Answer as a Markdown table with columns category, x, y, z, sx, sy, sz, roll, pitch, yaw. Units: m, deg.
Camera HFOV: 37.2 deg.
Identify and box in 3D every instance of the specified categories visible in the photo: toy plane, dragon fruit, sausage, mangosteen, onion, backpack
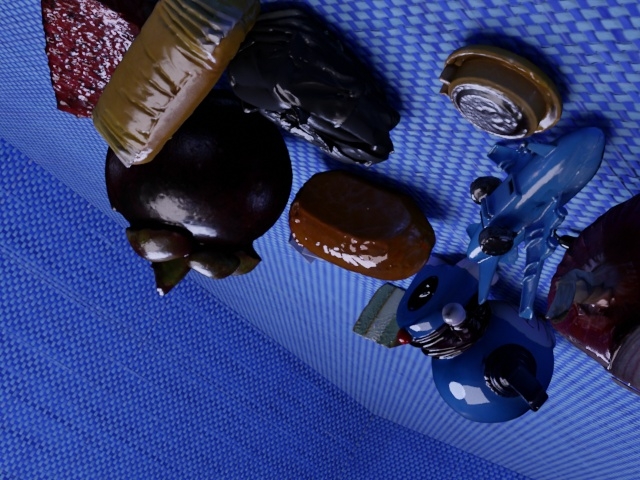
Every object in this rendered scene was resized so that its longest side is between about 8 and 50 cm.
| category | x | y | z | sx | sy | sz | roll | pitch | yaw |
| --- | --- | --- | --- | --- | --- | --- | --- | --- | --- |
| toy plane | 0.245 | -0.045 | 1.139 | 0.105 | 0.254 | 0.271 | 7 | 142 | -14 |
| dragon fruit | -0.288 | -0.312 | 1.409 | 0.205 | 0.152 | 0.317 | 14 | 152 | -5 |
| sausage | 0.069 | -0.023 | 1.593 | 0.268 | 0.153 | 0.141 | 22 | 163 | 29 |
| mangosteen | -0.202 | -0.077 | 1.569 | 0.306 | 0.347 | 0.307 | 7 | -179 | 0 |
| onion | 0.382 | 0.051 | 1.063 | 0.272 | 0.256 | 0.230 | 54 | -168 | -31 |
| backpack | -0.002 | -0.186 | 1.280 | 0.258 | 0.133 | 0.206 | 32 | 170 | -33 |

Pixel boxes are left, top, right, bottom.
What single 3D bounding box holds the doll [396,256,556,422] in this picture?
| category | x | y | z | sx | sy | sz | roll | pitch | yaw |
| --- | --- | --- | --- | --- | --- | --- | --- | --- | --- |
| doll | 0.290 | 0.192 | 1.735 | 0.310 | 0.240 | 0.284 | 41 | 178 | -17 |

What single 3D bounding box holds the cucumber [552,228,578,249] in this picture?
| category | x | y | z | sx | sy | sz | roll | pitch | yaw |
| --- | --- | --- | --- | --- | --- | --- | --- | --- | --- |
| cucumber | 0.390 | 0.014 | 1.321 | 0.163 | 0.043 | 0.039 | 19 | 124 | 33 |

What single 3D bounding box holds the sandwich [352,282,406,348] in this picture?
| category | x | y | z | sx | sy | sz | roll | pitch | yaw |
| --- | --- | --- | --- | --- | --- | --- | --- | --- | --- |
| sandwich | 0.178 | 0.200 | 2.139 | 0.117 | 0.144 | 0.187 | 23 | 163 | 35 |

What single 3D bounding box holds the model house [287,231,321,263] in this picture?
| category | x | y | z | sx | sy | sz | roll | pitch | yaw |
| --- | --- | --- | --- | --- | --- | --- | --- | --- | --- |
| model house | 0.000 | 0.000 | 1.934 | 0.167 | 0.088 | 0.117 | 17 | 160 | 41 |

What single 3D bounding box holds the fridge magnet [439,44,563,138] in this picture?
| category | x | y | z | sx | sy | sz | roll | pitch | yaw |
| --- | --- | --- | --- | --- | --- | --- | --- | --- | --- |
| fridge magnet | 0.199 | -0.162 | 1.056 | 0.143 | 0.063 | 0.143 | 29 | 164 | 9 |

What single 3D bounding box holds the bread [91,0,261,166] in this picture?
| category | x | y | z | sx | sy | sz | roll | pitch | yaw |
| --- | --- | --- | --- | --- | --- | --- | --- | --- | --- |
| bread | -0.191 | -0.229 | 1.234 | 0.119 | 0.152 | 0.288 | 36 | 128 | -10 |
